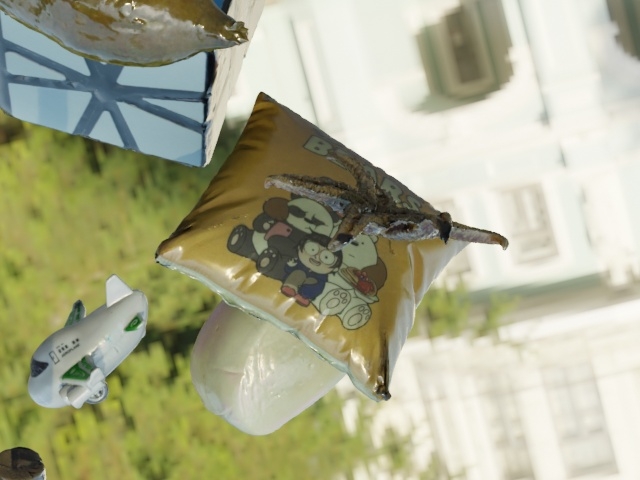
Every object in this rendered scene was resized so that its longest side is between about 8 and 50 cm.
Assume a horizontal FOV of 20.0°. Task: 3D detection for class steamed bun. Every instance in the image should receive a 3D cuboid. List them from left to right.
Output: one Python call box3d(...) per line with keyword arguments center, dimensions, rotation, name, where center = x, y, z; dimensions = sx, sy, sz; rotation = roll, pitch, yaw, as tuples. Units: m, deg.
box3d(center=(-0.058, 0.111, 2.223), dimensions=(0.239, 0.152, 0.170), rotation=(-39, -148, -15), name="steamed bun")

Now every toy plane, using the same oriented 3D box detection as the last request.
box3d(center=(-0.260, 0.117, 2.014), dimensions=(0.174, 0.080, 0.174), rotation=(-35, -150, 23), name="toy plane")

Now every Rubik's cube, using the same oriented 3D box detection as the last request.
box3d(center=(-0.223, -0.290, 2.161), dimensions=(0.288, 0.283, 0.293), rotation=(14, 148, 4), name="Rubik's cube")

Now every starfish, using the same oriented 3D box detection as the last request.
box3d(center=(0.057, -0.028, 1.643), dimensions=(0.213, 0.057, 0.238), rotation=(12, -167, -18), name="starfish")

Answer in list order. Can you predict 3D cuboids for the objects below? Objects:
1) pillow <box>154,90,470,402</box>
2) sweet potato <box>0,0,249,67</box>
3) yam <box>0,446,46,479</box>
box3d(center=(0.000, 0.000, 2.049), dimensions=(0.312, 0.310, 0.119), rotation=(-58, 178, -45), name="pillow")
box3d(center=(-0.222, -0.246, 1.555), dimensions=(0.158, 0.370, 0.158), rotation=(-41, 160, -19), name="sweet potato")
box3d(center=(-0.224, 0.272, 1.311), dimensions=(0.045, 0.327, 0.045), rotation=(16, -141, 8), name="yam")
